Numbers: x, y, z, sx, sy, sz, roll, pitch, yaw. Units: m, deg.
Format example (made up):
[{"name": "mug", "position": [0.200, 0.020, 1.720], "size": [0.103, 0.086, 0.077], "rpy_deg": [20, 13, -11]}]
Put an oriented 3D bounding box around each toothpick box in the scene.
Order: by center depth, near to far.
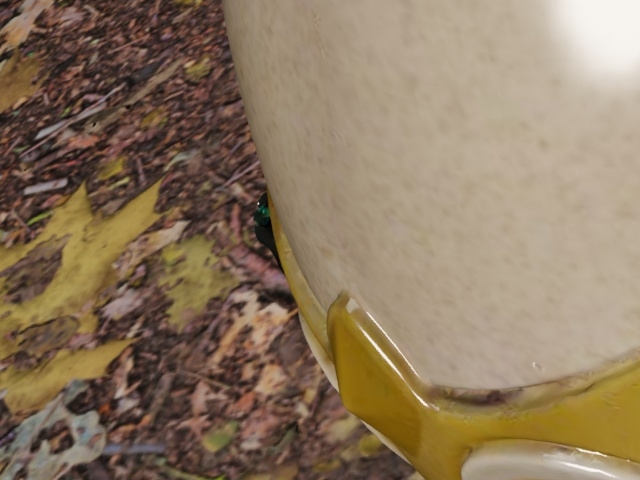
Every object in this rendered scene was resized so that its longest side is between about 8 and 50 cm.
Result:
[{"name": "toothpick box", "position": [0.164, -0.064, 0.811], "size": [0.409, 0.425, 0.409], "rpy_deg": [-12, 28, 7]}]

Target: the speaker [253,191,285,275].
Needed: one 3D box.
[{"name": "speaker", "position": [-0.003, 0.004, 1.169], "size": [0.094, 0.075, 0.060], "rpy_deg": [-10, 41, 32]}]
